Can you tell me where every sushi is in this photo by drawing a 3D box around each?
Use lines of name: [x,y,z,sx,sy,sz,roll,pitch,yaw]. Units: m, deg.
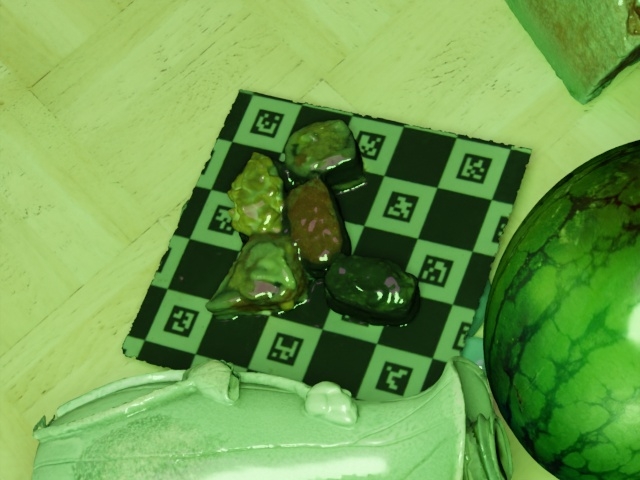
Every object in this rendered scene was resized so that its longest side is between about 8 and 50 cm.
sushi: [0.000,0.000,1.845,0.359,0.064,0.343,14,68,21]

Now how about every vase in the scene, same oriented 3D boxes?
vase: [-0.043,0.229,1.678,0.445,0.250,0.250,-10,64,15]

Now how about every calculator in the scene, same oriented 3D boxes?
calculator: [0.069,0.051,1.860,0.188,0.042,0.303,-40,60,-8]

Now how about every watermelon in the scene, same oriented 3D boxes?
watermelon: [0.352,-0.277,1.872,0.264,0.302,0.151,-35,101,-6]
watermelon: [0.323,0.079,1.628,0.363,0.363,0.363,-5,65,10]

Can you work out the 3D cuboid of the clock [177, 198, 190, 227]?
clock: [-0.117,-0.021,1.953,0.083,0.010,0.074,0,65,12]
